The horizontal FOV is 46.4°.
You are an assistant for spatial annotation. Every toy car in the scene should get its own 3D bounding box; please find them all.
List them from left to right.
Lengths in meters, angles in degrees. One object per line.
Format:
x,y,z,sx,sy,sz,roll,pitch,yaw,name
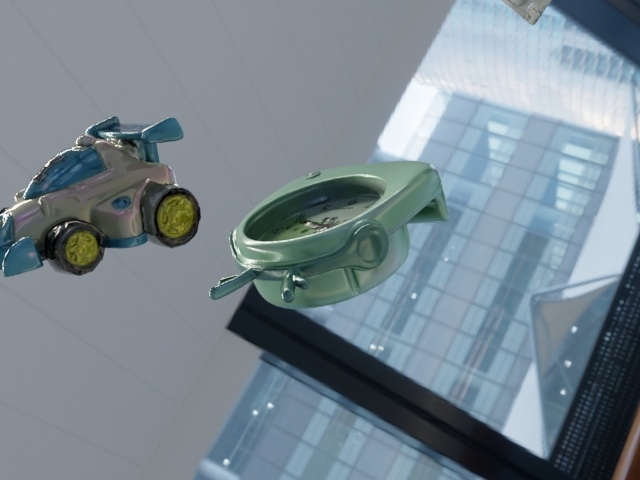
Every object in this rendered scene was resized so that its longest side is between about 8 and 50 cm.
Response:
-0.184,-0.037,0.563,0.161,0.126,0.098,-20,-70,-42,toy car

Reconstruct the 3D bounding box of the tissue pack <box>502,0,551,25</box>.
0.181,-0.326,0.795,0.026,0.193,0.122,-44,-5,-14,tissue pack

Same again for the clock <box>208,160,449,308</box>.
0.000,0.000,0.628,0.211,0.159,0.066,-41,-60,-44,clock
